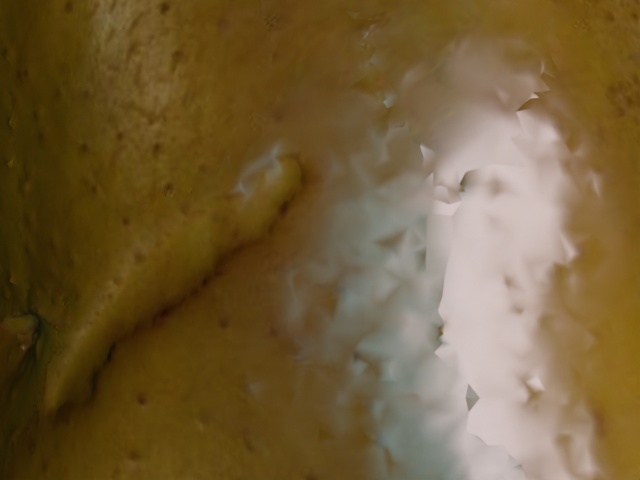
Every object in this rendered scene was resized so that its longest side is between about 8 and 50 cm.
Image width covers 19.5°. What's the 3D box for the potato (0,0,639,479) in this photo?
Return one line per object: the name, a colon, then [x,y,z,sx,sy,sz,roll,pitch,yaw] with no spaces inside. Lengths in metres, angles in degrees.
potato: [0.000,0.000,0.448,0.176,0.195,0.369,-8,84,-18]
